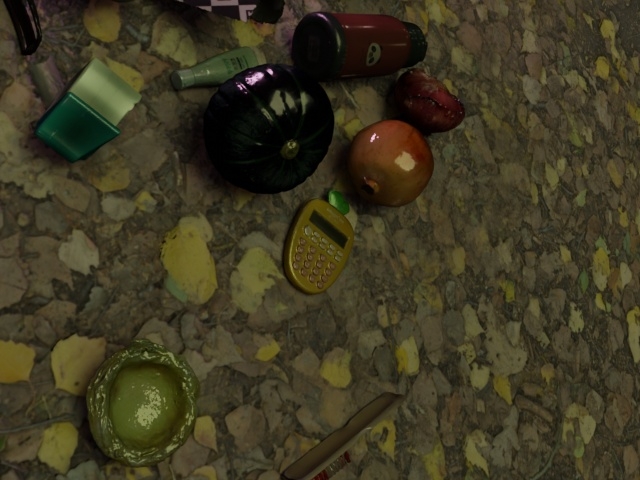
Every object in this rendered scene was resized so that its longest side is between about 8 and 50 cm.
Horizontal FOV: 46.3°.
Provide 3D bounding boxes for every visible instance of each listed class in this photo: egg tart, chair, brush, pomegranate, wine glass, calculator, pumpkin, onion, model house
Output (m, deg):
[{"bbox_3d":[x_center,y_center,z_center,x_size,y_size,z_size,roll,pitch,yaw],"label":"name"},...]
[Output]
[{"bbox_3d":[-0.287,0.258,1.182,0.197,0.078,0.197,10,73,-36],"label":"egg tart"},{"bbox_3d":[-0.513,-0.394,1.164,0.101,0.084,0.213,-9,84,-44],"label":"chair"},{"bbox_3d":[0.057,0.390,1.452,0.321,0.060,0.050,-29,110,-41],"label":"brush"},{"bbox_3d":[0.145,-0.162,1.597,0.191,0.191,0.191,12,71,-38],"label":"pomegranate"},{"bbox_3d":[-0.080,-0.541,1.551,0.122,0.122,0.183,51,49,-18],"label":"wine glass"},{"bbox_3d":[0.000,0.000,1.523,0.146,0.032,0.235,40,58,-26],"label":"calculator"},{"bbox_3d":[-0.109,-0.219,1.391,0.248,0.248,0.248,12,71,-38],"label":"pumpkin"},{"bbox_3d":[0.243,-0.309,1.749,0.184,0.147,0.184,26,21,-11],"label":"onion"},{"bbox_3d":[-0.379,-0.192,1.193,0.100,0.127,0.149,41,53,-24],"label":"model house"}]

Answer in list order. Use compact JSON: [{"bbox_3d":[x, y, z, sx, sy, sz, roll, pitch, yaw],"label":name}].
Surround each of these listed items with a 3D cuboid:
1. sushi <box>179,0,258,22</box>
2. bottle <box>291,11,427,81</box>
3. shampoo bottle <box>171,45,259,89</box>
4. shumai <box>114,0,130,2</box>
[{"bbox_3d":[-0.206,-0.542,1.445,0.264,0.050,0.290,18,64,2],"label":"sushi"},{"bbox_3d":[0.102,-0.426,1.654,0.336,0.144,0.144,-14,87,-43],"label":"bottle"},{"bbox_3d":[-0.201,-0.326,1.435,0.190,0.041,0.069,-25,100,-41],"label":"shampoo bottle"},{"bbox_3d":[-0.377,-0.496,1.241,0.218,0.189,0.256,75,4,-60],"label":"shumai"}]
